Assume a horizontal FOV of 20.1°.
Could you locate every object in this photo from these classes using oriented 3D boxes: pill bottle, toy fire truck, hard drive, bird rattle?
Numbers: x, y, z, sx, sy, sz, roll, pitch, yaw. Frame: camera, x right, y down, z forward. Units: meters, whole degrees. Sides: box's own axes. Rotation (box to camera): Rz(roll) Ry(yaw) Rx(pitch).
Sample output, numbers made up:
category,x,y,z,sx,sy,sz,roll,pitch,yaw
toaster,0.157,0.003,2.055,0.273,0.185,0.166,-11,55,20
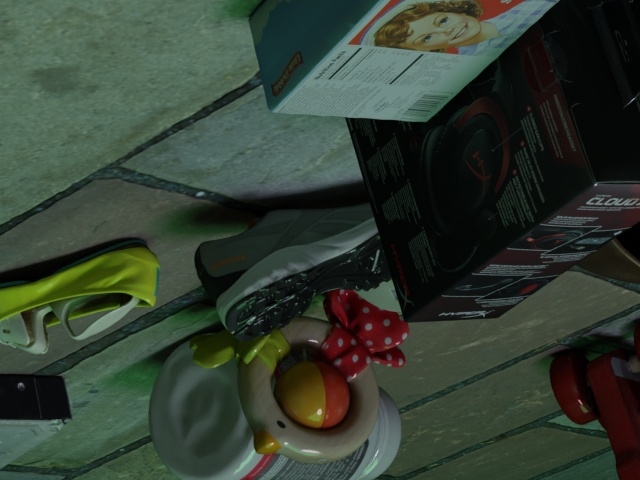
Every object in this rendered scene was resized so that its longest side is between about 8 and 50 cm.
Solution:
category,x,y,z,sx,sy,sz,roll,pitch,yaw
pill bottle,-0.041,0.214,2.143,0.176,0.176,0.318,-27,155,29
toy fire truck,0.458,0.260,2.476,0.169,0.253,0.302,-25,157,25
hard drive,-0.482,0.218,2.024,0.339,0.064,0.237,6,151,-44
bird rattle,-0.012,0.144,1.960,0.254,0.206,0.143,8,153,-36

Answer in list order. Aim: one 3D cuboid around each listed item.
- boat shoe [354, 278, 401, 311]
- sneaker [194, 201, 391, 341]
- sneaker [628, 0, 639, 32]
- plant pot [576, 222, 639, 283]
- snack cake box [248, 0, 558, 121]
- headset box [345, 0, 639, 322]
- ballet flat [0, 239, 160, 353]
category,x,y,z,sx,sy,sz,roll,pitch,yaw
boat shoe,0.089,0.031,1.873,0.063,0.066,0.184,-43,-156,-25
sneaker,0.000,0.000,1.764,0.272,0.108,0.100,-20,146,-31
sneaker,0.287,-0.186,1.448,0.147,0.104,0.296,-18,163,-4
plant pot,0.299,-0.047,1.717,0.215,0.215,0.230,-8,173,-18
snack cake box,0.077,-0.190,1.329,0.152,0.089,0.264,2,153,-33
headset box,0.158,-0.089,1.455,0.110,0.218,0.293,-1,155,-34
ballet flat,-0.263,0.068,1.766,0.231,0.077,0.077,-18,159,10
